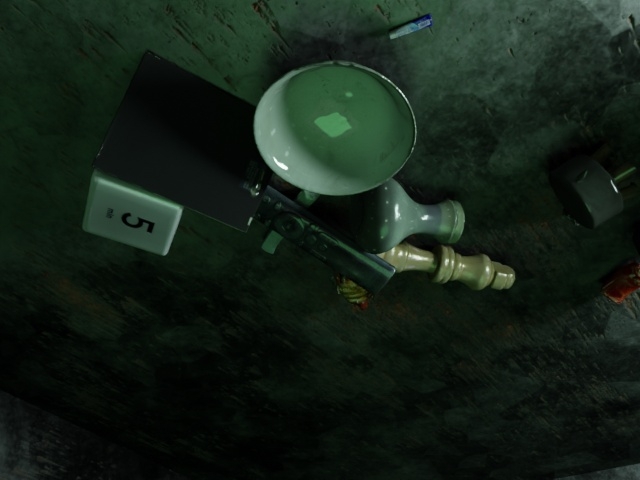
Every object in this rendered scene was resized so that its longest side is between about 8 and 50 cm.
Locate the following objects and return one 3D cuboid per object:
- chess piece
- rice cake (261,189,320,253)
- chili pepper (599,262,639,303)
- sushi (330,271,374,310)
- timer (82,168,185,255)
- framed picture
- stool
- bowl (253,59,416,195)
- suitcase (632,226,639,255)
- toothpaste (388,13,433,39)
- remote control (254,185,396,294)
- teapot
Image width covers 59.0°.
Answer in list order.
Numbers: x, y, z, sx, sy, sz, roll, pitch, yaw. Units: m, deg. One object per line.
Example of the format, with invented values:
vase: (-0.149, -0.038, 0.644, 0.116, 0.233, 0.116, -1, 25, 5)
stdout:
chess piece: (0.315, 0.065, 1.468, 0.397, 0.117, 0.117, 12, 136, -10)
rice cake: (-0.080, -0.051, 1.423, 0.045, 0.042, 0.245, 34, 131, -10)
chili pepper: (0.814, 0.111, 1.506, 0.070, 0.073, 0.123, -21, 155, -39)
sushi: (0.082, 0.114, 1.550, 0.097, 0.103, 0.226, -27, 131, -6)
timer: (-0.401, -0.112, 1.275, 0.195, 0.192, 0.194, 20, 134, -16)
framed picture: (-0.255, -0.196, 1.174, 0.339, 0.255, 0.014, 24, 175, -20)
stool: (0.596, -0.118, 1.246, 0.139, 0.228, 0.153, -33, 85, 8)
bowl: (0.031, -0.250, 1.130, 0.314, 0.146, 0.313, 3, 138, 3)
suitcase: (0.885, 0.042, 1.222, 0.188, 0.345, 0.339, 24, 131, -25)
toothpaste: (0.169, -0.398, 1.060, 0.083, 0.015, 0.024, -18, 131, 14)
remote control: (0.000, 0.000, 1.371, 0.378, 0.044, 0.107, 33, 127, -3)
teapot: (0.200, -0.055, 1.317, 0.251, 0.183, 0.183, 4, 138, -17)
